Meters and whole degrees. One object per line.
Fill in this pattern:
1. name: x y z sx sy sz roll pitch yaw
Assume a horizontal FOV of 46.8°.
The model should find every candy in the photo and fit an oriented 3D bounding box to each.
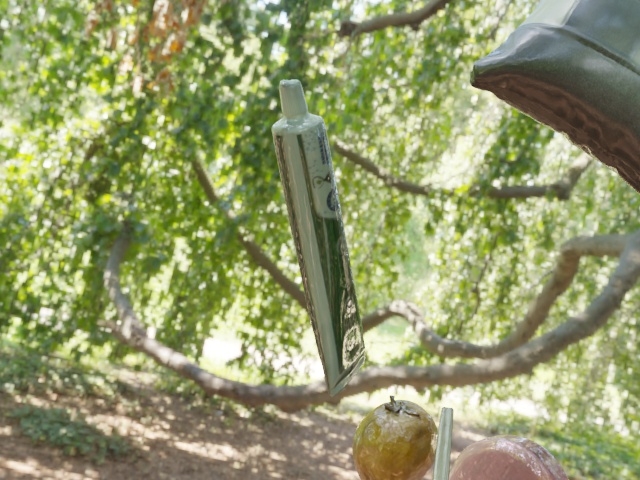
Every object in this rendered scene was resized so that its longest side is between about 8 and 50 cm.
1. candy: 0.360 0.509 1.443 0.255 0.255 0.094 9 2 40

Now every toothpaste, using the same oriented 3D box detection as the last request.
1. toothpaste: 0.000 0.000 0.894 0.061 0.392 0.099 2 24 32

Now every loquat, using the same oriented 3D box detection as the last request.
1. loquat: 0.183 0.498 1.784 0.193 0.238 0.238 27 5 39

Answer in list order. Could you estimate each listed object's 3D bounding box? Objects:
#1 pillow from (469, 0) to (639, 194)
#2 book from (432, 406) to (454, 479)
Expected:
1. pillow: 0.255 -0.166 0.587 0.186 0.250 0.106 36 -16 5
2. book: 0.189 0.427 1.188 0.025 0.269 0.191 5 38 11
